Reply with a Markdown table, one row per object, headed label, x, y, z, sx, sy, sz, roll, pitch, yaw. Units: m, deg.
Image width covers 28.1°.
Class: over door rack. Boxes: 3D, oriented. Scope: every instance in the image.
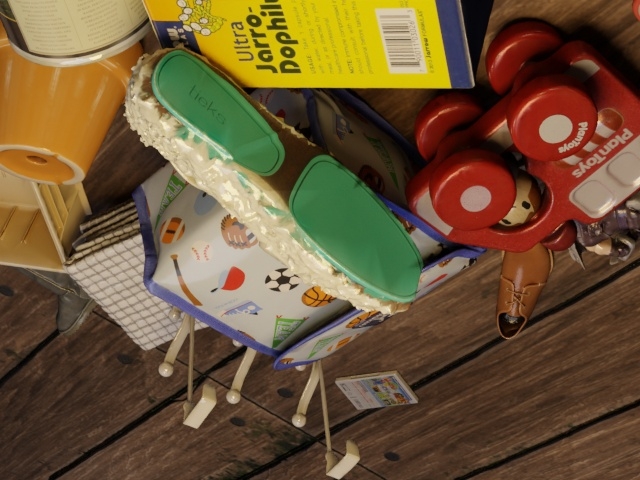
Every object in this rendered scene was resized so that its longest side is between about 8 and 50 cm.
| label | x | y | z | sx | sy | sz | roll | pitch | yaw |
| --- | --- | --- | --- | --- | --- | --- | --- | --- | --- |
| over door rack | -0.098 | 0.209 | 1.799 | 0.240 | 0.324 | 0.108 | 23 | 109 | -20 |

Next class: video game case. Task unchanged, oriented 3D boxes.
| label | x | y | z | sx | sy | sz | roll | pitch | yaw |
| --- | --- | --- | --- | --- | --- | --- | --- | --- | --- |
| video game case | 0.098 | 0.260 | 2.222 | 0.122 | 0.011 | 0.087 | -11 | 133 | 31 |

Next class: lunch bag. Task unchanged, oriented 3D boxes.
| label | x | y | z | sx | sy | sz | roll | pitch | yaw |
| --- | --- | --- | --- | --- | --- | --- | --- | --- | --- |
| lunch bag | 0.000 | 0.000 | 1.715 | 0.328 | 0.239 | 0.385 | -34 | 134 | 23 |

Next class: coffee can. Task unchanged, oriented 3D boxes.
| label | x | y | z | sx | sy | sz | roll | pitch | yaw |
| --- | --- | --- | --- | --- | --- | --- | --- | --- | --- |
| coffee can | -0.306 | -0.365 | 1.456 | 0.202 | 0.201 | 0.275 | 4 | 140 | 16 |

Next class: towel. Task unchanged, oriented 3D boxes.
| label | x | y | z | sx | sy | sz | roll | pitch | yaw |
| --- | --- | --- | --- | --- | --- | --- | --- | --- | --- |
| towel | -0.209 | 0.026 | 1.932 | 0.284 | 0.121 | 0.235 | -24 | 130 | 19 |

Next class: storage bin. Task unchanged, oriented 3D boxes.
| label | x | y | z | sx | sy | sz | roll | pitch | yaw |
| --- | --- | --- | --- | --- | --- | --- | --- | --- | --- |
| storage bin | -0.510 | -0.092 | 1.930 | 0.262 | 0.123 | 0.260 | 7 | 141 | 13 |

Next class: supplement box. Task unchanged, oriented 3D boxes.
| label | x | y | z | sx | sy | sz | roll | pitch | yaw |
| --- | --- | --- | --- | --- | --- | --- | --- | --- | --- |
| supplement box | 0.001 | -0.302 | 1.424 | 0.357 | 0.194 | 0.195 | 2 | 140 | 18 |

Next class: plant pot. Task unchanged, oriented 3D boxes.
| label | x | y | z | sx | sy | sz | roll | pitch | yaw |
| --- | --- | --- | --- | --- | --- | --- | --- | --- | --- |
| plant pot | -0.347 | -0.180 | 1.661 | 0.205 | 0.187 | 0.205 | 8 | 161 | 3 |

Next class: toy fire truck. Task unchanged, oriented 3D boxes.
| label | x | y | z | sx | sy | sz | roll | pitch | yaw |
| --- | --- | --- | --- | --- | --- | --- | --- | --- | --- |
| toy fire truck | 0.267 | -0.095 | 1.549 | 0.254 | 0.169 | 0.302 | 35 | 116 | -26 |

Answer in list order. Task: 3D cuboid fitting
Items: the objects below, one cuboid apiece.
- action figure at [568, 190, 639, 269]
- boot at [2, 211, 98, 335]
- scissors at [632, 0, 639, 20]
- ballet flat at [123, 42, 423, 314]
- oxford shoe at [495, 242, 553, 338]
| label | x | y | z | sx | sy | sz | roll | pitch | yaw |
| --- | --- | --- | --- | --- | --- | --- | --- | --- | --- |
| action figure | 0.419 | -0.039 | 1.676 | 0.285 | 0.099 | 0.185 | 0 | 146 | 26 |
| boot | -0.470 | 0.058 | 2.138 | 0.209 | 0.076 | 0.189 | 25 | 127 | -21 |
| scissors | 0.494 | -0.247 | 1.447 | 0.297 | 0.021 | 0.109 | 20 | 140 | -1 |
| ballet flat | -0.059 | -0.061 | 1.466 | 0.409 | 0.147 | 0.147 | 43 | 137 | -8 |
| oxford shoe | 0.293 | 0.067 | 1.863 | 0.076 | 0.076 | 0.212 | 11 | 140 | 11 |
